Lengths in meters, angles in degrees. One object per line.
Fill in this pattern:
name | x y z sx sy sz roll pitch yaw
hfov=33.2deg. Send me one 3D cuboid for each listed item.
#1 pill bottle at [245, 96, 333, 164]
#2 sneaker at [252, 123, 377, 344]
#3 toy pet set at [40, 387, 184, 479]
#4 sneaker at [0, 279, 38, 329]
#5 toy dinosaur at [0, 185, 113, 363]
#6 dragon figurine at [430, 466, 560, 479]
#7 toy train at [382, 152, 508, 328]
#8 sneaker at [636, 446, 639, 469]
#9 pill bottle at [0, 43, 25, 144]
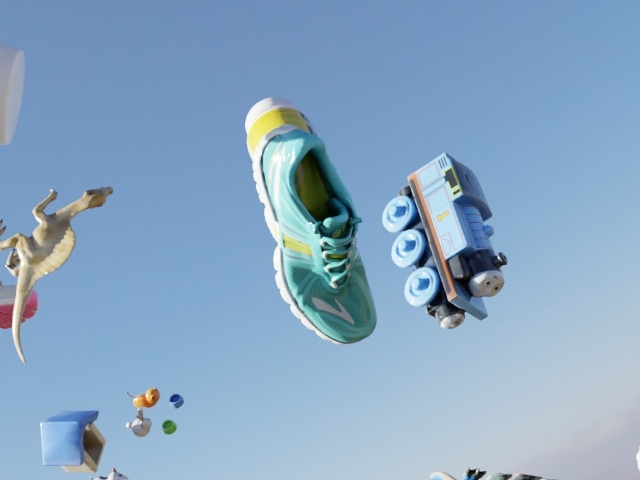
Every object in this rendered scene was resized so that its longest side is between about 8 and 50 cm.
pill bottle | -0.057 -0.149 1.790 0.119 0.208 0.119 -9 -54 -12
sneaker | 0.000 0.000 1.238 0.107 0.275 0.110 -28 17 -24
toy pet set | -0.210 0.189 1.064 0.114 0.122 0.065 -3 -42 16
sneaker | -0.532 0.065 1.588 0.252 0.111 0.103 2 -19 13
toy dinosaur | -0.267 0.014 1.001 0.053 0.092 0.183 43 -111 -50
dragon figurine | 0.230 0.371 1.383 0.289 0.144 0.085 -3 -17 43
toy train | 0.132 0.002 1.119 0.105 0.184 0.080 -35 -42 25
sneaker | 0.588 0.239 1.543 0.293 0.102 0.146 -49 -4 -15
pill bottle | -0.479 -0.185 1.205 0.271 0.152 0.152 9 -27 -9
